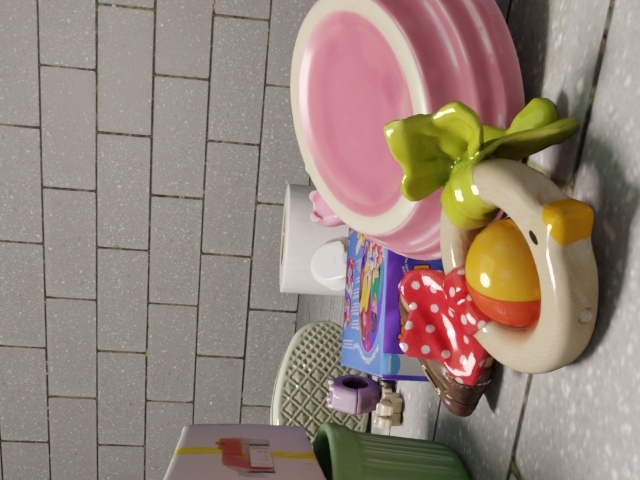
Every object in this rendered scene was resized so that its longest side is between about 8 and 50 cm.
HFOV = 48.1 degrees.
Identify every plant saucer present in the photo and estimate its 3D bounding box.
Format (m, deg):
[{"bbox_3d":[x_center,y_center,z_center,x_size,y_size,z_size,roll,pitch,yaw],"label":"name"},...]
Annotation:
[{"bbox_3d":[0.064,-0.135,0.749,0.332,0.084,0.332,36,134,50],"label":"plant saucer"}]

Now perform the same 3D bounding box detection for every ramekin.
[{"bbox_3d":[0.068,0.353,0.766,0.303,0.148,0.303,-176,90,-84],"label":"ramekin"}]

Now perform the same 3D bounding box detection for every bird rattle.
[{"bbox_3d":[0.129,0.020,0.562,0.207,0.143,0.254,-132,41,-59],"label":"bird rattle"}]

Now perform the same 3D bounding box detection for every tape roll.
[{"bbox_3d":[0.000,0.000,1.596,0.246,0.169,0.246,-175,90,-84],"label":"tape roll"}]

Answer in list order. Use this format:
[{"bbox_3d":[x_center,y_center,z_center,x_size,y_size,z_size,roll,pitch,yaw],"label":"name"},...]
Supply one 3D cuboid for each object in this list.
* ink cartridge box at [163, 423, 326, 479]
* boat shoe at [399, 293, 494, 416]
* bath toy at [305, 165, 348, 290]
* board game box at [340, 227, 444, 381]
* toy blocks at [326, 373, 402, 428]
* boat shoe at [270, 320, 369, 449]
[{"bbox_3d":[-0.082,0.353,0.697,0.384,0.160,0.279,148,126,-83],"label":"ink cartridge box"},{"bbox_3d":[0.124,0.106,0.760,0.207,0.073,0.073,-101,18,-70],"label":"boat shoe"},{"bbox_3d":[0.057,-0.078,1.318,0.129,0.151,0.348,16,-109,-57],"label":"bath toy"},{"bbox_3d":[0.096,0.073,1.030,0.347,0.078,0.233,133,141,-81],"label":"board game box"},{"bbox_3d":[-0.018,0.378,1.053,0.288,0.260,0.309,-109,23,-77],"label":"toy blocks"},{"bbox_3d":[-0.005,0.401,1.324,0.156,0.186,0.500,136,132,-73],"label":"boat shoe"}]
